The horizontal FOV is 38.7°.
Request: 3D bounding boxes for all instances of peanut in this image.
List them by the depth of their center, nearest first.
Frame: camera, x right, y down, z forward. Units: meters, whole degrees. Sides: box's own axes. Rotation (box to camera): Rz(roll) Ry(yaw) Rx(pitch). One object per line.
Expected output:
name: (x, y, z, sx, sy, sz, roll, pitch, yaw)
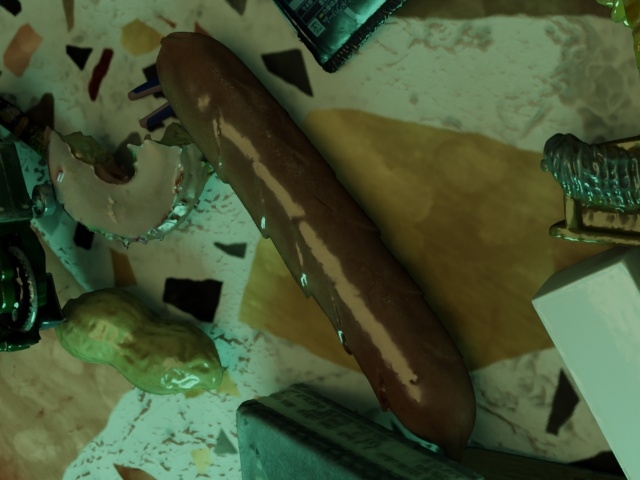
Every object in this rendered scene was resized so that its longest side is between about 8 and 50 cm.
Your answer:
peanut: (-0.176, 0.099, 0.885, 0.187, 0.082, 0.082, 24, 113, 18)

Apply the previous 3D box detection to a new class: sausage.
sausage: (0.002, -0.001, 0.766, 0.088, 0.088, 0.433, -37, 86, 29)
sausage: (-0.297, -0.110, 0.917, 0.198, 0.028, 0.025, 37, 140, 13)

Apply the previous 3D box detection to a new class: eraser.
eraser: (0.267, 0.151, 0.678, 0.076, 0.078, 0.298, -29, 90, 29)

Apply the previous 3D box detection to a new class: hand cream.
hand cream: (-0.041, -0.271, 0.732, 0.270, 0.061, 0.120, 53, 130, 2)

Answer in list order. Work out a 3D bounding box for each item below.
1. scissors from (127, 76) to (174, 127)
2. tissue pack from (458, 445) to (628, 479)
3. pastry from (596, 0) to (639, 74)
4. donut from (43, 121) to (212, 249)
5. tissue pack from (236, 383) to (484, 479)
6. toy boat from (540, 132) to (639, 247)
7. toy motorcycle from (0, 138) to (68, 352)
scissors: (-0.129, -0.140, 0.835, 0.113, 0.012, 0.039, -21, 94, 29)
tissue pack: (0.181, 0.248, 0.745, 0.169, 0.082, 0.120, 6, 108, 25)
pastry: (0.235, -0.203, 0.577, 0.154, 0.102, 0.250, -25, 82, 27)
donut: (-0.174, -0.051, 0.846, 0.166, 0.065, 0.117, 7, 108, 20)
tissue pack: (0.031, 0.244, 0.762, 0.257, 0.081, 0.185, 13, 111, 54)
toy boat: (0.305, -0.033, 0.590, 0.321, 0.121, 0.089, 1, 98, 26)
toy motorcycle: (-0.332, -0.017, 0.874, 0.187, 0.124, 0.275, -30, 74, 46)
